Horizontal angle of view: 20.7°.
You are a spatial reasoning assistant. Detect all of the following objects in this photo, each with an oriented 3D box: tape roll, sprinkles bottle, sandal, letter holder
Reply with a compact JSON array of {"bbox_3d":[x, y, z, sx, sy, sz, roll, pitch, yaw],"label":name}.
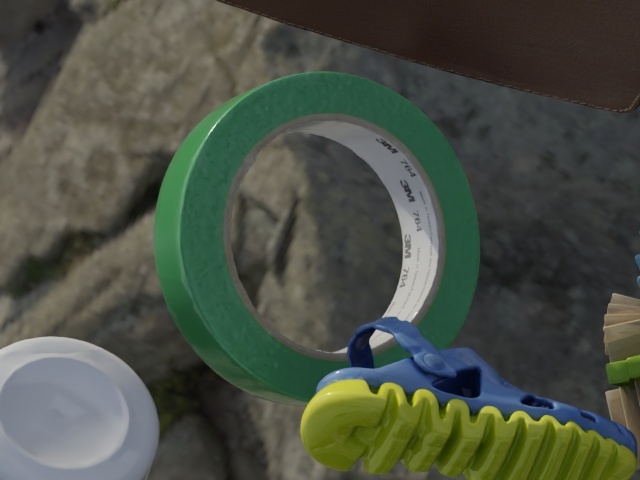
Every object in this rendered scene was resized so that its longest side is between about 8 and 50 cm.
[{"bbox_3d":[0.000,0.000,1.693,0.077,0.321,0.321,-11,63,63],"label":"tape roll"},{"bbox_3d":[-0.202,0.209,1.160,0.355,0.121,0.121,115,148,-48],"label":"sprinkles bottle"},{"bbox_3d":[0.139,0.149,1.560,0.138,0.317,0.126,-88,22,-46],"label":"sandal"},{"bbox_3d":[0.084,-0.209,1.065,0.214,0.302,0.152,99,-173,-73],"label":"letter holder"}]

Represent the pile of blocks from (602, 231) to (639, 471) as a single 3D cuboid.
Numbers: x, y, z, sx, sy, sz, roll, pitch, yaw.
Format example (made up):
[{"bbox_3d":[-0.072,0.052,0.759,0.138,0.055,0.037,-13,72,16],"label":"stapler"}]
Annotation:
[{"bbox_3d":[0.342,0.050,1.683,0.149,0.112,0.362,12,86,24],"label":"pile of blocks"}]
